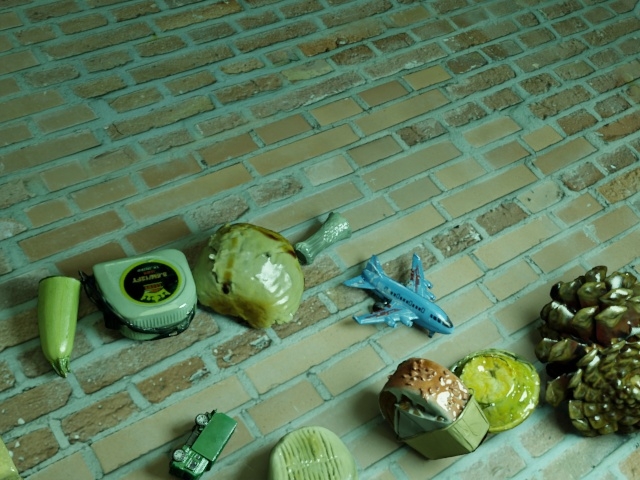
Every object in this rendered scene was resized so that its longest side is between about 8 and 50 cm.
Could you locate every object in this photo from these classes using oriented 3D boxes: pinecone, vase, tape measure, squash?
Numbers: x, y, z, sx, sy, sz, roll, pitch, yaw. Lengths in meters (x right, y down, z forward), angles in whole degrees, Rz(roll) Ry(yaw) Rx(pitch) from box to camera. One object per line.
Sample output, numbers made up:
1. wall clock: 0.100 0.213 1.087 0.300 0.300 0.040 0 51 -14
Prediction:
1. pinecone: 0.640 0.225 1.775 0.385 0.384 0.384 7 52 -8
2. vase: 0.000 0.000 1.942 0.081 0.081 0.149 41 58 18
3. tape measure: -0.392 0.132 1.728 0.235 0.115 0.207 -12 51 -17
4. squash: -0.546 0.187 1.669 0.094 0.094 0.224 -3 60 -15

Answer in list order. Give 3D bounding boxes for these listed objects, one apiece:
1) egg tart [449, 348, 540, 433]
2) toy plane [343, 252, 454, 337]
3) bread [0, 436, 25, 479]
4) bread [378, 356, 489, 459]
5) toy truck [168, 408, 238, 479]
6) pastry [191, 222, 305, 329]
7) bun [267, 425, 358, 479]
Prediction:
1. egg tart: 0.373 0.319 1.734 0.213 0.090 0.212 -11 49 14
2. toy plane: 0.195 0.142 1.859 0.271 0.105 0.254 39 55 15
3. bread: -0.705 0.426 1.427 0.275 0.114 0.184 -26 66 -27
4. bread: 0.228 0.344 1.635 0.212 0.224 0.142 49 55 -2
5. toy truck: -0.238 0.410 1.576 0.079 0.065 0.147 31 51 6
6. pastry: -0.146 0.057 1.800 0.256 0.170 0.236 24 52 -4
7. bun: -0.022 0.466 1.550 0.179 0.127 0.193 -3 43 -16
